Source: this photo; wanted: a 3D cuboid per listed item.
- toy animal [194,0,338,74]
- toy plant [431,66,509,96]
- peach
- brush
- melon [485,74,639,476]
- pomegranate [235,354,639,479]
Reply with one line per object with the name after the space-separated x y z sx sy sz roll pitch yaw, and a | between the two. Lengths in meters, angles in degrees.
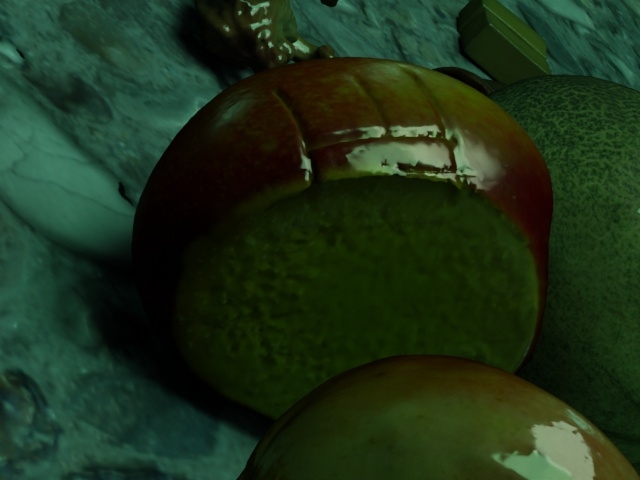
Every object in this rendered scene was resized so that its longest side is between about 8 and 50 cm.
-0.067 -0.240 1.637 0.158 0.097 0.312 15 36 -38 | toy animal
0.111 -0.093 1.676 0.200 0.105 0.143 -16 71 -45 | toy plant
0.000 0.000 1.215 0.275 0.248 0.245 8 8 -31 | peach
0.254 -0.179 2.093 0.233 0.047 0.103 37 25 -18 | brush
0.200 0.023 1.380 0.249 0.248 0.329 18 34 -45 | melon
0.076 0.188 0.964 0.270 0.252 0.229 20 55 -4 | pomegranate
